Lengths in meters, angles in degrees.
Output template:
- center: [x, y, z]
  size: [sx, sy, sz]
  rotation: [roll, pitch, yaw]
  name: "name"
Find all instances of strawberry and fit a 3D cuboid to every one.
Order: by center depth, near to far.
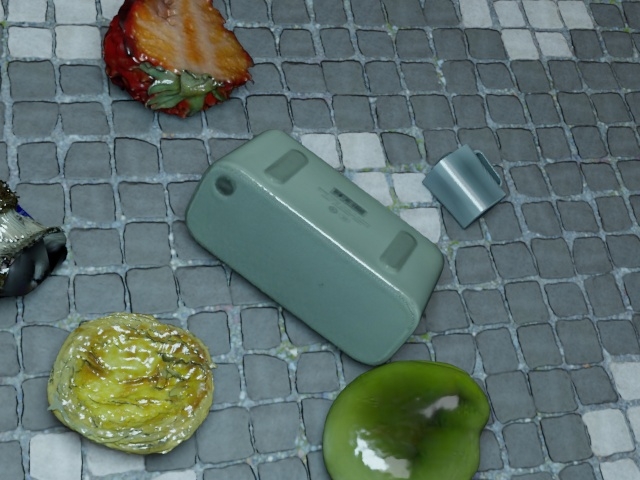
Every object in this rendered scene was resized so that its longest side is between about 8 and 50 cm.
- center: [-0.285, -0.338, 1.502]
  size: [0.254, 0.150, 0.280]
  rotation: [-15, 66, -43]
  name: "strawberry"

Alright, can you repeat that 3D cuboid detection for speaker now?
- center: [0.000, 0.000, 1.378]
  size: [0.406, 0.183, 0.184]
  rotation: [37, 38, 3]
  name: "speaker"

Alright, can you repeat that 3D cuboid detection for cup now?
- center: [0.277, -0.109, 1.572]
  size: [0.128, 0.095, 0.129]
  rotation: [-33, 80, -29]
  name: "cup"

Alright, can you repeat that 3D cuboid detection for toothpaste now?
- center: [-0.472, -0.027, 1.370]
  size: [0.083, 0.015, 0.024]
  rotation: [40, 54, 11]
  name: "toothpaste"

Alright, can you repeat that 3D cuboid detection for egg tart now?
- center: [-0.282, 0.220, 1.259]
  size: [0.252, 0.098, 0.231]
  rotation: [-9, 61, -23]
  name: "egg tart"

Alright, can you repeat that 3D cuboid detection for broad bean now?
- center: [0.141, 0.303, 1.319]
  size: [0.291, 0.119, 0.238]
  rotation: [-25, 74, -24]
  name: "broad bean"

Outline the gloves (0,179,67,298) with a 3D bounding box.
- center: [-0.555, -0.024, 1.274]
  size: [0.312, 0.135, 0.210]
  rotation: [38, 61, 4]
  name: "gloves"
